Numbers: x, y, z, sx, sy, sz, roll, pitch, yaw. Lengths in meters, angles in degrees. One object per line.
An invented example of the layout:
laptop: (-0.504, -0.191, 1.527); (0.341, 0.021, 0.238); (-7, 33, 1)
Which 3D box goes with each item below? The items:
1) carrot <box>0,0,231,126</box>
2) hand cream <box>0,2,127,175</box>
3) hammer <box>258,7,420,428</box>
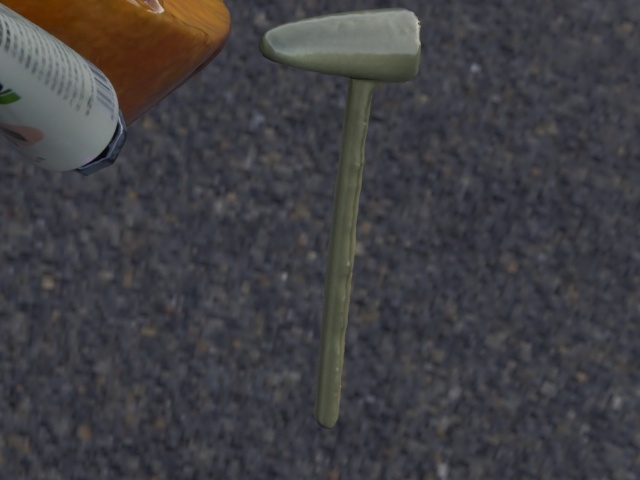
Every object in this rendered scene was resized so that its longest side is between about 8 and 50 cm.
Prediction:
carrot: (-0.180, -0.168, 0.904); (0.307, 0.100, 0.258); (33, 15, -49)
hand cream: (-0.137, -0.080, 0.695); (0.050, 0.234, 0.080); (-42, 65, 2)
hammer: (0.000, 0.000, 0.709); (0.060, 0.195, 0.028); (-8, 34, -20)
